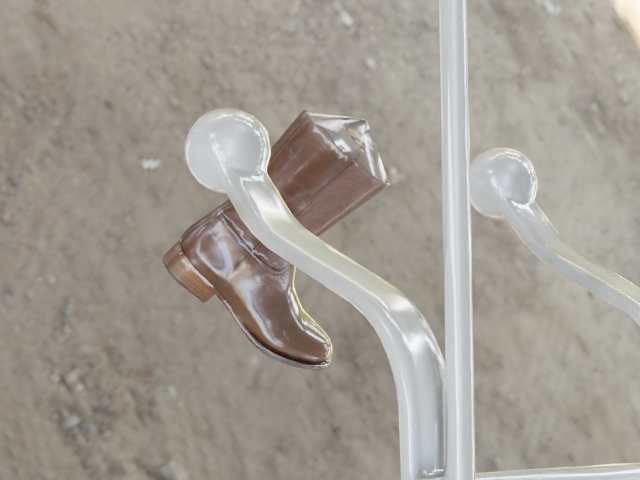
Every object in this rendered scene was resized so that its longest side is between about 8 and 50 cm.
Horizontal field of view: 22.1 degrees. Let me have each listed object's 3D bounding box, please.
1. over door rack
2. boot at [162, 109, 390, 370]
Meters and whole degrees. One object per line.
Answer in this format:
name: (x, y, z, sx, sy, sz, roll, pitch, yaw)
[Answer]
over door rack: (0.089, -0.055, 0.452, 0.239, 0.108, 0.324, 4, 94, -45)
boot: (0.000, 0.000, 0.768, 0.106, 0.114, 0.037, 35, 22, -28)
